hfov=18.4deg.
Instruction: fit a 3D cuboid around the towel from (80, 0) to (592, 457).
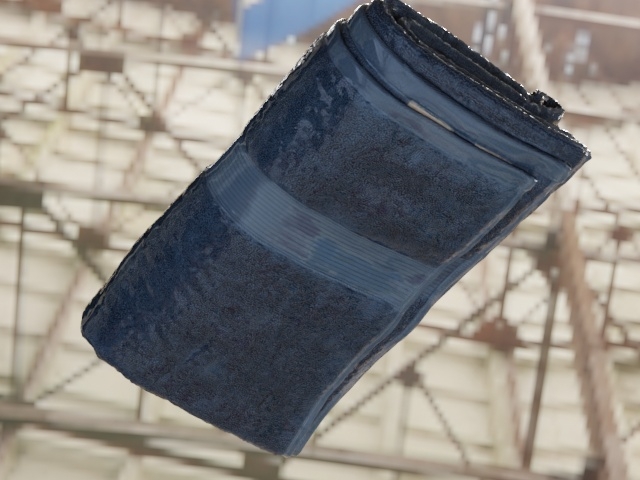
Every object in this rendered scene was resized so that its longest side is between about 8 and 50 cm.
[{"bbox_3d":[0.000,0.000,0.462,0.067,0.119,0.029,29,-146,-24],"label":"towel"}]
